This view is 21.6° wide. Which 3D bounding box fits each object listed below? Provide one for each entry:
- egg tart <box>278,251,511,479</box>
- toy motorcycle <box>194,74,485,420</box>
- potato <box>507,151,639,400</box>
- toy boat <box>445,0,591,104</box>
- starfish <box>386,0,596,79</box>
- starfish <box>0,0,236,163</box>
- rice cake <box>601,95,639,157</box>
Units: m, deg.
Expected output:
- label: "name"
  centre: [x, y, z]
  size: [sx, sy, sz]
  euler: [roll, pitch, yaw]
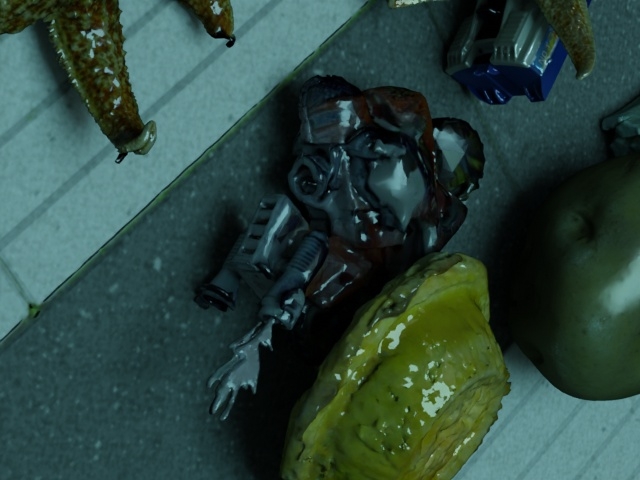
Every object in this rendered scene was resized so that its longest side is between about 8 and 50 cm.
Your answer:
- label: "egg tart"
  centre: [0.079, 0.141, 1.488]
  size: [0.288, 0.118, 0.288]
  euler: [-39, 149, -28]
- label: "toy motorcycle"
  centre: [0.000, 0.000, 1.462]
  size: [0.401, 0.134, 0.207]
  euler: [-52, 125, -24]
- label: "potato"
  centre: [0.338, 0.028, 1.697]
  size: [0.326, 0.221, 0.243]
  euler: [-20, 104, -22]
- label: "toy boat"
  centre: [0.220, -0.278, 1.612]
  size: [0.088, 0.129, 0.295]
  euler: [33, 75, -29]
- label: "starfish"
  centre: [0.165, -0.271, 1.539]
  size: [0.231, 0.048, 0.295]
  euler: [-8, 72, -5]
- label: "starfish"
  centre: [-0.191, -0.207, 1.285]
  size: [0.312, 0.113, 0.303]
  euler: [-28, 113, -38]
- label: "rice cake"
  centre: [0.436, -0.187, 1.850]
  size: [0.336, 0.066, 0.063]
  euler: [-38, 119, -31]
